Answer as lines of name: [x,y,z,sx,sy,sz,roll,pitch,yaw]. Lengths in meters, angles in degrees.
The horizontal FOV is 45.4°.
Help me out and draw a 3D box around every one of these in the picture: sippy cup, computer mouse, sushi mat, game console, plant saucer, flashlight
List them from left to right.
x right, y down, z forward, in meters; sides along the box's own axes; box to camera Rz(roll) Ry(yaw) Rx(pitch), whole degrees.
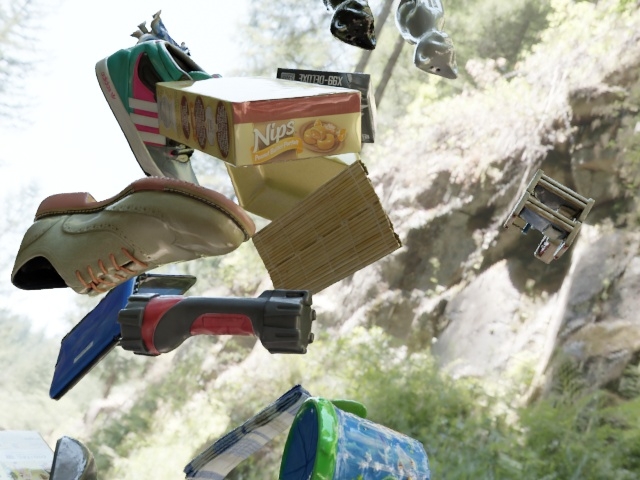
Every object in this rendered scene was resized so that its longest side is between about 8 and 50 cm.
computer mouse: [-0.380,0.407,1.157,0.072,0.188,0.272,7,24,-15]
game console: [-0.417,0.205,1.640,0.173,0.250,0.293,32,-59,-28]
flashlight: [-0.161,0.135,1.186,0.304,0.103,0.103,1,-55,20]
plant saucer: [-0.039,-0.129,1.597,0.333,0.081,0.332,21,-25,18]
sushi mat: [0.000,0.000,1.265,0.317,0.019,0.151,-32,-103,45]
sippy cup: [0.062,0.414,1.349,0.224,0.305,0.240,16,-28,-12]

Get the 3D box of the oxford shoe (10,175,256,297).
oxford shoe: [-0.258,0.016,1.020,0.397,0.146,0.140,-6,-41,37]

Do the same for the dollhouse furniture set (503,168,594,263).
dollhouse furniture set: [0.456,-0.026,1.602,0.129,0.129,0.183,32,-24,10]

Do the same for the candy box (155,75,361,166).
candy box: [-0.099,-0.178,1.086,0.183,0.087,0.316,-11,20,-26]

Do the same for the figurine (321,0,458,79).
figurine: [0.104,-0.322,1.135,0.215,0.209,0.092,16,-52,-15]

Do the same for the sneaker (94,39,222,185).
sneaker: [-0.234,-0.211,1.292,0.179,0.124,0.295,-26,-83,17]

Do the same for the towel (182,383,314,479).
towel: [-0.132,0.399,1.556,0.034,0.285,0.209,53,-4,22]

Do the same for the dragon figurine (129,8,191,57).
dragon figurine: [-0.363,-0.445,1.777,0.144,0.085,0.289,53,9,-25]

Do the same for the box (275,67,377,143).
box: [0.022,-0.356,2.053,0.243,0.076,0.307,6,-13,8]

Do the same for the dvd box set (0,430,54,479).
dvd box set: [-0.561,0.470,1.358,0.420,0.062,0.308,28,9,41]
